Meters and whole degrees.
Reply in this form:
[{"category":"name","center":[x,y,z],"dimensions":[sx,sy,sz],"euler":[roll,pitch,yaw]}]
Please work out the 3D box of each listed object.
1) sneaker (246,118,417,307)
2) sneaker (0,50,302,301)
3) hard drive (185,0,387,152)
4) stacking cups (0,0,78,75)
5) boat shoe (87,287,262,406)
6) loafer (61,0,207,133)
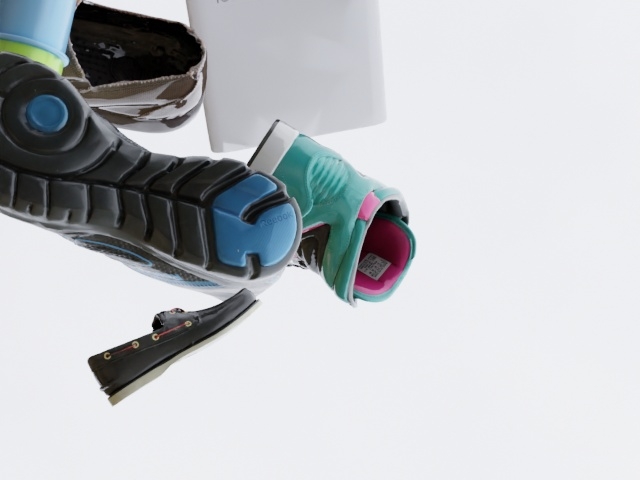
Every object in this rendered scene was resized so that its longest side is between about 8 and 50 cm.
[{"category":"sneaker","center":[0.000,0.000,1.736],"dimensions":[0.124,0.178,0.295],"euler":[-58,177,-21]},{"category":"sneaker","center":[-0.186,-0.036,1.438],"dimensions":[0.125,0.340,0.140],"euler":[-63,180,-23]},{"category":"hard drive","center":[-0.039,-0.241,1.966],"dimensions":[0.319,0.210,0.040],"euler":[83,-6,-46]},{"category":"stacking cups","center":[-0.252,-0.196,1.574],"dimensions":[0.096,0.096,0.316],"euler":[4,-103,51]},{"category":"boat shoe","center":[-0.101,0.066,1.249],"dimensions":[0.042,0.133,0.049],"euler":[59,-20,3]},{"category":"loafer","center":[-0.269,-0.192,1.679],"dimensions":[0.130,0.365,0.134],"euler":[139,-51,-59]}]
